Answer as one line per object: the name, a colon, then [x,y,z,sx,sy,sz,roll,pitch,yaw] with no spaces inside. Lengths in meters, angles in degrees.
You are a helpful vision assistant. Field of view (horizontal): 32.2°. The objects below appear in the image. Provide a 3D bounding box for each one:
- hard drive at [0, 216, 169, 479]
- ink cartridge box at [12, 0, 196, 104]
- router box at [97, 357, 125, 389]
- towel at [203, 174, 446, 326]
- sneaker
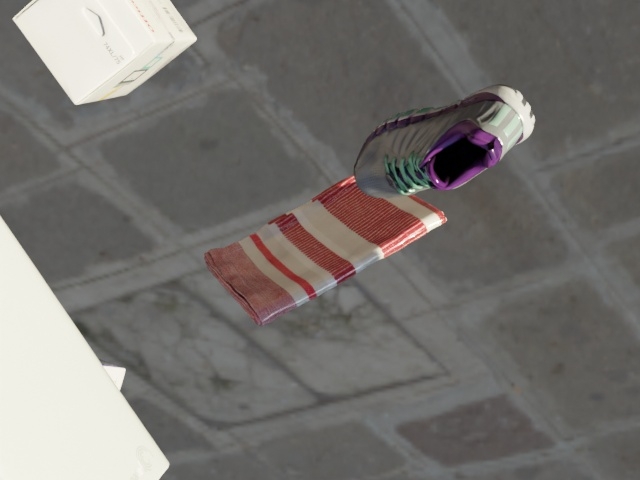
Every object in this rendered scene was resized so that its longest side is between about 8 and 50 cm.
hard drive: [-0.244,0.092,0.829,0.040,0.203,0.308,-32,96,19]
ink cartridge box: [-0.396,-0.396,2.079,0.197,0.270,0.198,-35,93,14]
router box: [-0.411,0.283,1.396,0.082,0.301,0.335,15,178,25]
towel: [0.000,0.000,1.716,0.329,0.237,0.037,-29,121,-14]
sneaker: [0.098,-0.081,1.083,0.223,0.098,0.083,-25,108,46]
